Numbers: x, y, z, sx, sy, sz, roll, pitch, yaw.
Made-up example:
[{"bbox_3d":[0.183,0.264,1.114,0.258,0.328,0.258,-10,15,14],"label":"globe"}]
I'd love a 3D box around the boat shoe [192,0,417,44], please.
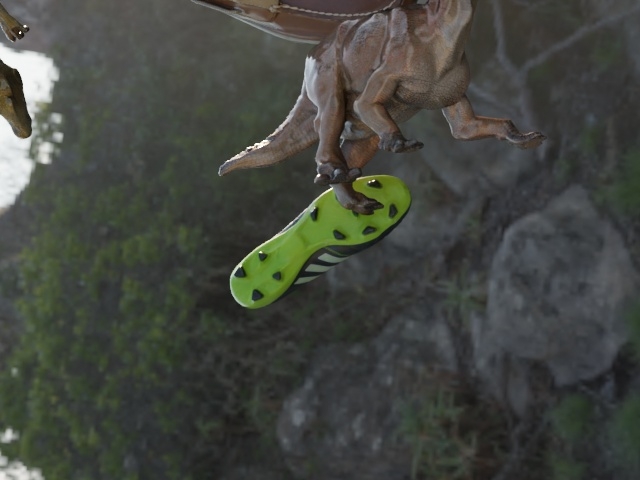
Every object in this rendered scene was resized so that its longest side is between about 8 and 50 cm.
[{"bbox_3d":[-0.070,-0.252,1.077,0.116,0.324,0.123,-7,-71,-71],"label":"boat shoe"}]

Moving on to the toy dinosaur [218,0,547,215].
[{"bbox_3d":[0.048,-0.144,0.951,0.295,0.127,0.200,-24,70,33],"label":"toy dinosaur"}]

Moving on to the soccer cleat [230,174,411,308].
[{"bbox_3d":[0.000,0.000,1.050,0.060,0.179,0.072,59,-175,8],"label":"soccer cleat"}]

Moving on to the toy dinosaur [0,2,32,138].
[{"bbox_3d":[-0.188,-0.115,0.505,0.053,0.183,0.092,-56,11,21],"label":"toy dinosaur"}]
